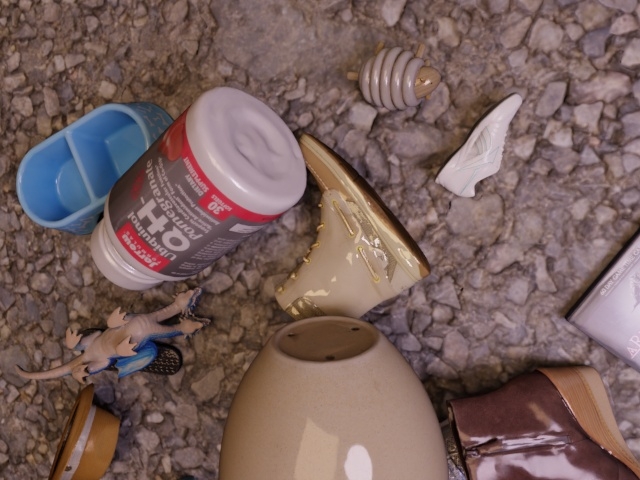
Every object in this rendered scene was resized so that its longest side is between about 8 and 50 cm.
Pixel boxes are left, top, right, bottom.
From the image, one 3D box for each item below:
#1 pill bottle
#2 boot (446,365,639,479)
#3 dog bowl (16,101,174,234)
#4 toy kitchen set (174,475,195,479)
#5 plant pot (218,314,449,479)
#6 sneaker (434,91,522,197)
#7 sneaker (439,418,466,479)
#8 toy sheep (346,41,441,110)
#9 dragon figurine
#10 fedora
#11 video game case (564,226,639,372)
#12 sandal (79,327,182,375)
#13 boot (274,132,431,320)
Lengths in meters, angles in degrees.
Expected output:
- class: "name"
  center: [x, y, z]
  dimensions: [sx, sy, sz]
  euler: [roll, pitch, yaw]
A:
- class: "pill bottle"
  center: [-0.185, -0.050, 0.734]
  dimensions: [0.318, 0.176, 0.176]
  euler: [-32, 84, 34]
- class: "boot"
  center: [0.284, 0.290, 0.656]
  dimensions: [0.207, 0.090, 0.248]
  euler: [-15, 74, -6]
- class: "dog bowl"
  center: [-0.367, -0.117, 0.860]
  dimensions: [0.297, 0.074, 0.166]
  euler: [-24, 86, 16]
- class: "toy kitchen set"
  center: [-0.125, 0.397, 0.829]
  dimensions: [0.207, 0.166, 0.122]
  euler: [-3, 94, -20]
- class: "plant pot"
  center: [0.012, 0.203, 0.641]
  dimensions: [0.284, 0.284, 0.190]
  euler: [2, 106, 16]
- class: "sneaker"
  center: [0.219, -0.124, 0.702]
  dimensions: [0.061, 0.053, 0.152]
  euler: [37, 109, 2]
- class: "sneaker"
  center: [0.142, 0.349, 0.715]
  dimensions: [0.105, 0.115, 0.281]
  euler: [45, 102, 9]
- class: "toy sheep"
  center: [0.097, -0.219, 0.713]
  dimensions: [0.132, 0.091, 0.091]
  euler: [11, 97, 29]
- class: "dragon figurine"
  center: [-0.309, 0.161, 0.816]
  dimensions: [0.289, 0.144, 0.085]
  euler: [-29, 76, 8]
- class: "fedora"
  center: [-0.384, 0.336, 0.872]
  dimensions: [0.079, 0.194, 0.194]
  euler: [21, 101, -22]
- class: "video game case"
  center: [0.482, 0.106, 0.649]
  dimensions: [0.274, 0.026, 0.196]
  euler: [37, 102, 10]
- class: "sandal"
  center: [-0.317, 0.187, 0.887]
  dimensions: [0.179, 0.040, 0.067]
  euler: [11, 102, 1]
- class: "boot"
  center: [0.000, 0.000, 0.752]
  dimensions: [0.203, 0.095, 0.262]
  euler: [-40, 85, 17]
